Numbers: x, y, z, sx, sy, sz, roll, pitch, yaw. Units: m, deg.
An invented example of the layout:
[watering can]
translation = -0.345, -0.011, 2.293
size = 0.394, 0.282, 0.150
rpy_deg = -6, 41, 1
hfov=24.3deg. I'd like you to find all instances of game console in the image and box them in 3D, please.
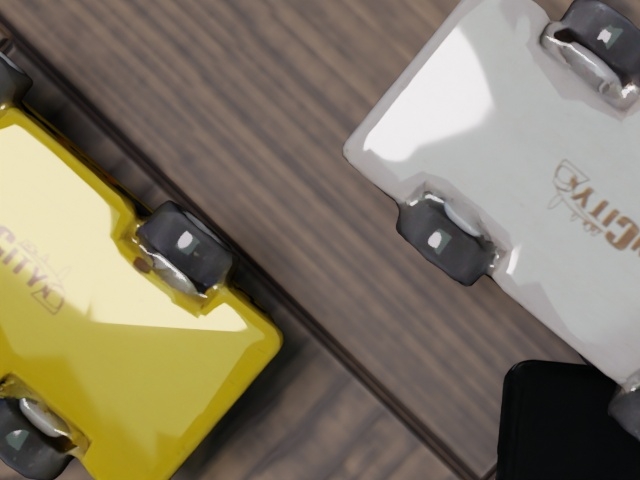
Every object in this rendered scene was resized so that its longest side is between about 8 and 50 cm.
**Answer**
[game console]
translation = 0.122, 0.111, 0.535
size = 0.122, 0.071, 0.107
rpy_deg = 5, 118, 8

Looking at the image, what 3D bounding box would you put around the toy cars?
[toy cars]
translation = 0.000, 0.000, 0.523
size = 0.394, 0.087, 0.176
rpy_deg = -1, 92, 4
